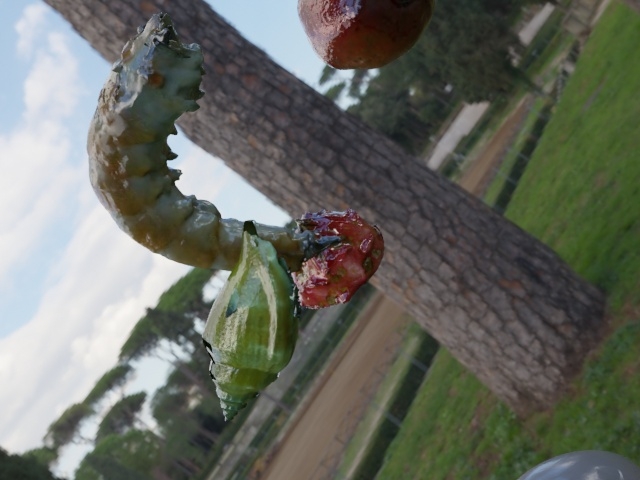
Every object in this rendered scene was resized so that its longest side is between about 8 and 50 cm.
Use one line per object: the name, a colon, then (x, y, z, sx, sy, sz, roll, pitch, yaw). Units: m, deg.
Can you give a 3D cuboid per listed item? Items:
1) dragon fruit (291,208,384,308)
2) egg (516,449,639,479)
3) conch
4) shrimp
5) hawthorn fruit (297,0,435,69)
dragon fruit: (0.000, 0.000, 1.094, 0.153, 0.111, 0.153, -24, 37, 20)
egg: (0.275, 0.329, 0.905, 0.232, 0.176, 0.176, -40, -10, -29)
conch: (-0.066, 0.087, 0.810, 0.080, 0.095, 0.200, -27, -37, -51)
shrimp: (-0.133, -0.060, 0.827, 0.185, 0.287, 0.068, -31, 14, 21)
hawthorn fruit: (0.085, -0.378, 1.346, 0.250, 0.215, 0.215, 9, 57, 52)
